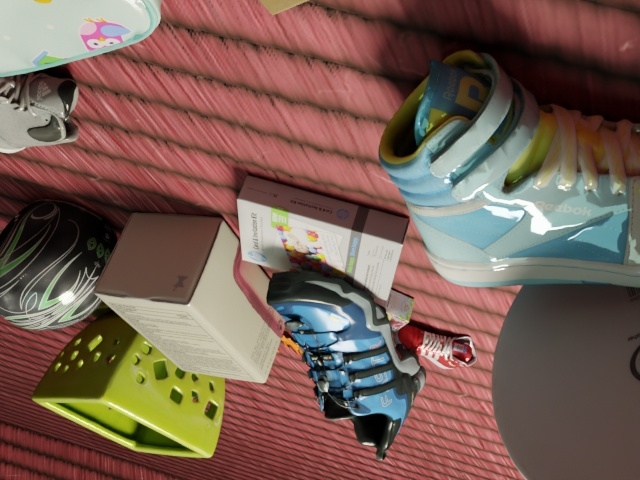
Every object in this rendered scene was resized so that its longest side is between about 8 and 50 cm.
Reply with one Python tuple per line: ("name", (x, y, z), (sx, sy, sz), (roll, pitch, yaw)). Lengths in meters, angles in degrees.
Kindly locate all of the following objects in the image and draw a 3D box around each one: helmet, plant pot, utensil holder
("helmet", (-0.366, 0.042, 1.057), (0.170, 0.161, 0.169), (15, 152, 8))
("plant pot", (-0.284, 0.209, 1.258), (0.228, 0.207, 0.227), (-11, 141, 42))
("utensil holder", (0.382, 0.174, 0.675), (0.385, 0.327, 0.328), (37, 147, -30))

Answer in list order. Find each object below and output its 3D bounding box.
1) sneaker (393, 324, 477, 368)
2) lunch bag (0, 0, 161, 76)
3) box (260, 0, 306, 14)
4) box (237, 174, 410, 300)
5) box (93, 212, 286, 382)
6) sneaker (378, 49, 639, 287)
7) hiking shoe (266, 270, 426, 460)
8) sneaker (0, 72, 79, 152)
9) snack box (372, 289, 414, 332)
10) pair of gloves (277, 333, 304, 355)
("sneaker", (0.158, 0.141, 1.045), (0.118, 0.042, 0.067), (26, 156, -30))
("lunch bag", (-0.238, -0.220, 0.506), (0.224, 0.107, 0.279), (-12, 159, 19))
("box", (-0.035, -0.244, 0.497), (0.164, 0.021, 0.201), (-9, 142, 41))
("box", (0.000, 0.000, 0.895), (0.186, 0.038, 0.145), (17, 152, 6))
("box", (-0.160, 0.079, 1.038), (0.149, 0.126, 0.232), (4, 149, 26))
("sneaker", (0.185, -0.064, 0.582), (0.319, 0.127, 0.208), (-11, 136, 34))
("hiking shoe", (0.034, 0.152, 0.961), (0.113, 0.132, 0.304), (-8, 139, 40))
("sneaker", (-0.310, -0.163, 0.759), (0.132, 0.086, 0.228), (3, 159, 17))
("snack box", (0.049, 0.096, 1.036), (0.100, 0.037, 0.141), (25, 151, -10))
("pair of gloves", (-0.065, 0.165, 1.258), (0.083, 0.010, 0.074), (5, 151, 29))
